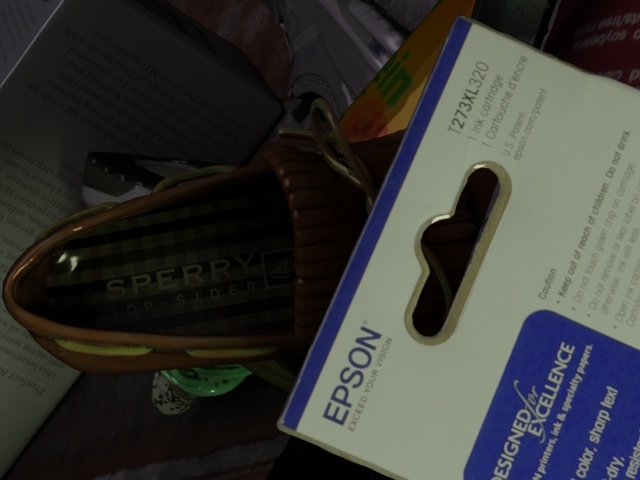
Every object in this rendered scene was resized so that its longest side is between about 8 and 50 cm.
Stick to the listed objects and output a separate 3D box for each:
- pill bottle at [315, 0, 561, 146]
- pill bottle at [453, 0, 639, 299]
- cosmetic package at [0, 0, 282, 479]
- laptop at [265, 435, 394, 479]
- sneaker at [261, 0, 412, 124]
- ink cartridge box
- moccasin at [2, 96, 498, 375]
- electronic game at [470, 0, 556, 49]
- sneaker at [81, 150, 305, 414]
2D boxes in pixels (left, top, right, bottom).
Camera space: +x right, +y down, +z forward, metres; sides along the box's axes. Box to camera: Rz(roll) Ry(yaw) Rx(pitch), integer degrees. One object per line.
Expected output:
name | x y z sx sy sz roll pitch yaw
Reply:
pill bottle | 0.119 -0.101 1.091 0.245 0.136 0.136 -49 31 16
pill bottle | 0.195 -0.003 0.801 0.224 0.224 0.392 -6 58 54
cosmetic package | -0.270 -0.026 1.513 0.453 0.230 0.161 -51 30 11
laptop | 0.073 0.171 1.001 0.234 0.137 0.264 -98 29 -51
sneaker | 0.000 -0.153 1.347 0.115 0.105 0.281 -53 31 9
ink cartridge box | 0.184 0.070 0.631 0.069 0.371 0.175 123 171 -77
moccasin | 0.000 -0.003 0.978 0.380 0.147 0.139 -6 82 11
electronic game | 0.106 -0.152 0.849 0.229 0.048 0.229 19 -90 -84
sneaker | -0.073 0.061 1.277 0.410 0.158 0.182 -142 56 -59
